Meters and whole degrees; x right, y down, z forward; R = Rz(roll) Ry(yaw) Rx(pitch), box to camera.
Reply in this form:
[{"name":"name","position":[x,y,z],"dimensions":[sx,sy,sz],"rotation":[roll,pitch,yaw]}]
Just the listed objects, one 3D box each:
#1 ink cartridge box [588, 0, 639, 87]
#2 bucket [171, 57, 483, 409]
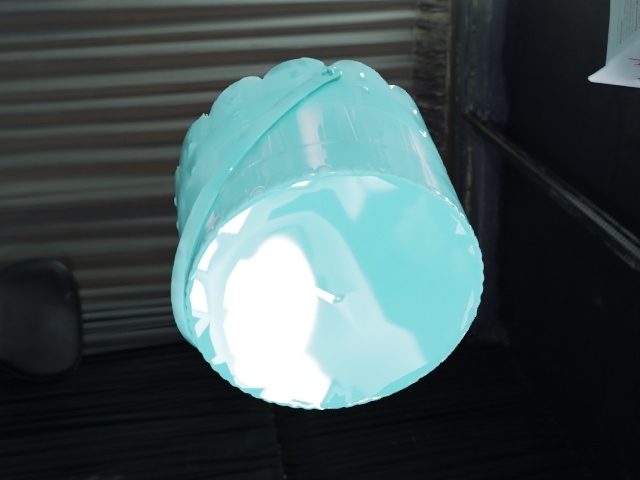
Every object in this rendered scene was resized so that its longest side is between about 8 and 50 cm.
[{"name":"ink cartridge box","position":[0.261,-0.155,0.478],"dimensions":[0.181,0.104,0.061],"rotation":[118,-22,-84]},{"name":"bucket","position":[0.000,0.000,0.645],"dimensions":[0.183,0.281,0.281],"rotation":[-104,-169,-56]}]
